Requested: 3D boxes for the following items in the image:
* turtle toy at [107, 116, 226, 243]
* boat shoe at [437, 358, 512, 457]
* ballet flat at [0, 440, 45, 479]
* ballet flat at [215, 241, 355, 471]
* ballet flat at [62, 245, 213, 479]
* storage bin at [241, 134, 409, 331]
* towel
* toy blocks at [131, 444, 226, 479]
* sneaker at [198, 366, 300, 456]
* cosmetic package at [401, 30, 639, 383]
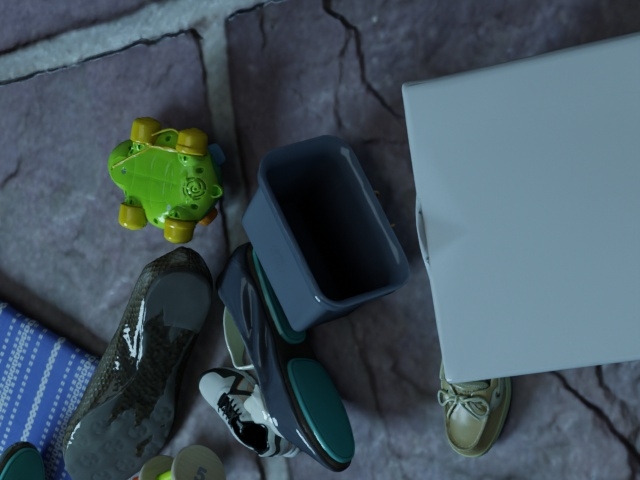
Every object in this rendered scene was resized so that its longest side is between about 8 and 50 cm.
[{"bbox_3d":[-0.128,-0.053,1.568,0.130,0.066,0.095,16,101,34],"label":"turtle toy"},{"bbox_3d":[0.113,0.088,1.419,0.056,0.048,0.153,18,102,33],"label":"boat shoe"},{"bbox_3d":[-0.281,0.264,1.660,0.070,0.070,0.188,8,92,34],"label":"ballet flat"},{"bbox_3d":[-0.034,0.099,1.511,0.074,0.074,0.203,-34,67,31],"label":"ballet flat"},{"bbox_3d":[-0.152,0.105,1.588,0.058,0.084,0.250,-109,36,-51],"label":"ballet flat"},{"bbox_3d":[0.000,0.000,1.477,0.135,0.098,0.091,64,150,14],"label":"storage bin"},{"bbox_3d":[-0.336,0.156,1.749,0.336,0.040,0.243,28,106,28],"label":"towel"},{"bbox_3d":[-0.137,0.245,1.597,0.148,0.054,0.123,-25,69,47],"label":"toy blocks"},{"bbox_3d":[-0.062,0.138,1.547,0.109,0.043,0.040,34,113,30],"label":"sneaker"},{"bbox_3d":[0.259,-0.034,1.251,0.385,0.156,0.217,-8,87,36],"label":"cosmetic package"}]
